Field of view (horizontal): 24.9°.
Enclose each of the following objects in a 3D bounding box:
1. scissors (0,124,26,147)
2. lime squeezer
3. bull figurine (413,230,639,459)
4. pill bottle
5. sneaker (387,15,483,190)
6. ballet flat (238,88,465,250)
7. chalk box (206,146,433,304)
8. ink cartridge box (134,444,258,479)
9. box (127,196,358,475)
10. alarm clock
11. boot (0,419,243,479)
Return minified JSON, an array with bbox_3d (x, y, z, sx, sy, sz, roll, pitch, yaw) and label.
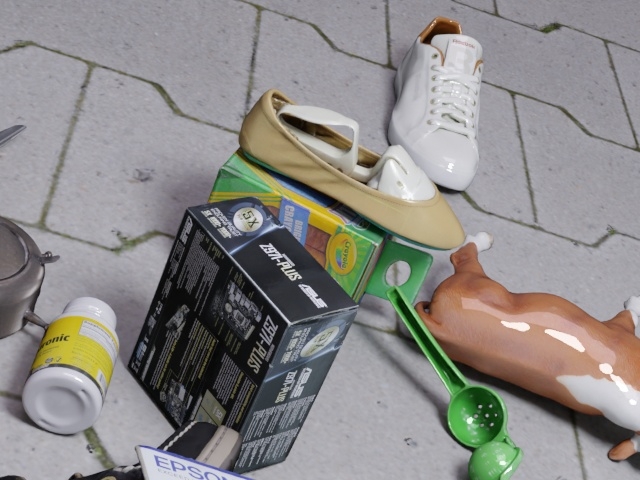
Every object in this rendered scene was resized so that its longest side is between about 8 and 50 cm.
[{"bbox_3d":[-0.363,-0.052,1.353,0.109,0.021,0.297,38,34,26],"label":"scissors"},{"bbox_3d":[0.138,0.169,1.281,0.110,0.059,0.310,56,12,-42],"label":"lime squeezer"},{"bbox_3d":[0.244,0.106,1.432,0.310,0.101,0.188,26,29,-1],"label":"bull figurine"},{"bbox_3d":[-0.201,0.099,1.191,0.065,0.065,0.116,19,32,-7],"label":"pill bottle"},{"bbox_3d":[0.146,-0.179,1.760,0.106,0.123,0.290,15,35,-16],"label":"sneaker"},{"bbox_3d":[0.035,-0.066,1.324,0.232,0.073,0.080,25,32,2],"label":"ballet flat"},{"bbox_3d":[0.000,0.000,1.398,0.213,0.132,0.132,26,32,6],"label":"chalk box"},{"bbox_3d":[0.041,0.277,0.883,0.324,0.071,0.330,23,13,-23],"label":"ink cartridge box"},{"bbox_3d":[-0.068,0.080,1.194,0.077,0.180,0.147,-11,46,-42],"label":"box"},{"bbox_3d":[-0.321,0.021,1.235,0.192,0.064,0.129,8,36,-18],"label":"alarm clock"},{"bbox_3d":[-0.242,0.182,0.988,0.284,0.138,0.377,29,35,12],"label":"boot"}]
